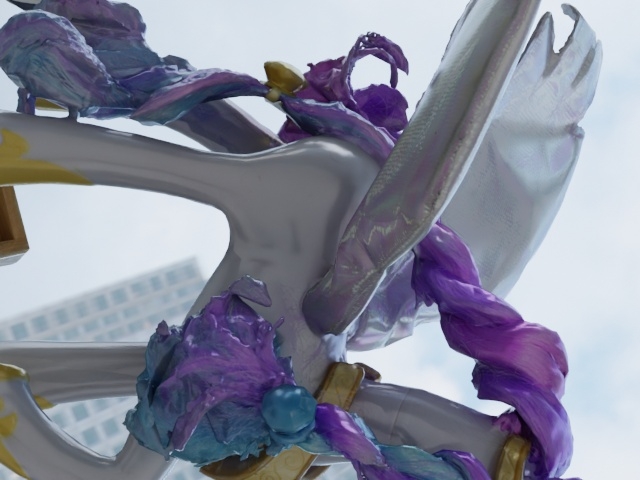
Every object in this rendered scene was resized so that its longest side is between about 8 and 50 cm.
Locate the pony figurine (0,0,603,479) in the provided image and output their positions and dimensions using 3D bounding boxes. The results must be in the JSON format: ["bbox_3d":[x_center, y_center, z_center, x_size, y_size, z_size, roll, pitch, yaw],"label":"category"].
[{"bbox_3d":[0.000,0.000,0.798,0.363,0.303,0.351,17,-96,15],"label":"pony figurine"}]

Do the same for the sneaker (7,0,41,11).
[{"bbox_3d":[-0.237,-0.273,1.390,0.235,0.153,0.094,-14,-117,50],"label":"sneaker"}]

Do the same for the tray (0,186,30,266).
[{"bbox_3d":[-0.514,-0.041,1.653,0.076,0.411,0.202,-33,-109,62],"label":"tray"}]
